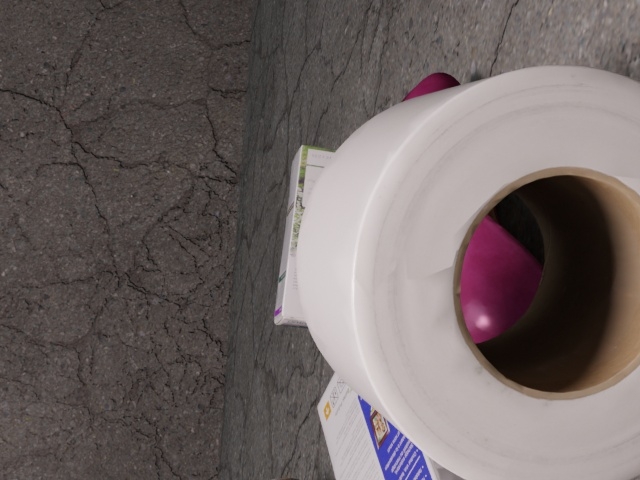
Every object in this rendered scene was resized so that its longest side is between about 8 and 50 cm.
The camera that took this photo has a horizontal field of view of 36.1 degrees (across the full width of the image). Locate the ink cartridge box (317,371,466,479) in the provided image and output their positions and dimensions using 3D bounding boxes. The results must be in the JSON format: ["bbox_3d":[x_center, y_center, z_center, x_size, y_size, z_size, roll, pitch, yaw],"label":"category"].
[{"bbox_3d":[0.084,0.245,0.987,0.371,0.069,0.176,-105,33,-51],"label":"ink cartridge box"}]

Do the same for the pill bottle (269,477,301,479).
[{"bbox_3d":[-0.028,0.415,1.289,0.264,0.153,0.153,-175,92,-78],"label":"pill bottle"}]

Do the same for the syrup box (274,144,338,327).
[{"bbox_3d":[0.000,0.000,1.321,0.096,0.093,0.237,137,140,-77],"label":"syrup box"}]

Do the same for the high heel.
[{"bbox_3d":[0.158,-0.041,0.897,0.181,0.127,0.377,-30,44,39],"label":"high heel"}]

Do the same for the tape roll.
[{"bbox_3d":[0.118,0.019,0.620,0.169,0.246,0.246,-167,83,-77],"label":"tape roll"}]
